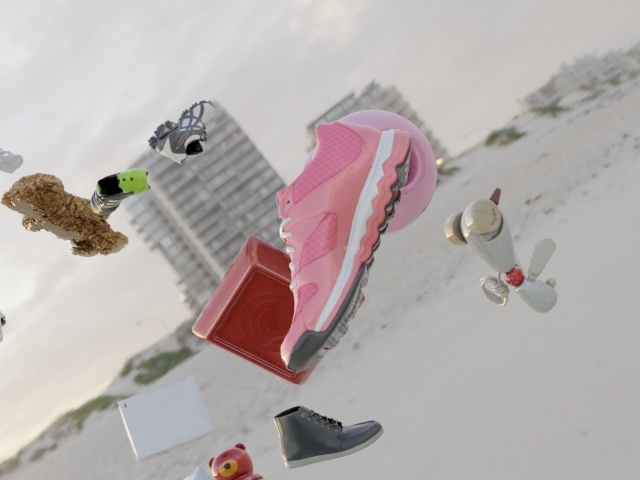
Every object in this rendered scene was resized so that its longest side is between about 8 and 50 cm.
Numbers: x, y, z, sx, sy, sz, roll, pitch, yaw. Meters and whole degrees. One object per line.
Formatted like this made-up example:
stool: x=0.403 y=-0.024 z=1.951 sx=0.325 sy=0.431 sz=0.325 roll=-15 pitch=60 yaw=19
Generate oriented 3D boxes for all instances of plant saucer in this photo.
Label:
plant saucer: x=-0.086 y=0.154 z=1.802 sx=0.258 sy=0.259 sz=0.047 roll=-56 pitch=13 yaw=26

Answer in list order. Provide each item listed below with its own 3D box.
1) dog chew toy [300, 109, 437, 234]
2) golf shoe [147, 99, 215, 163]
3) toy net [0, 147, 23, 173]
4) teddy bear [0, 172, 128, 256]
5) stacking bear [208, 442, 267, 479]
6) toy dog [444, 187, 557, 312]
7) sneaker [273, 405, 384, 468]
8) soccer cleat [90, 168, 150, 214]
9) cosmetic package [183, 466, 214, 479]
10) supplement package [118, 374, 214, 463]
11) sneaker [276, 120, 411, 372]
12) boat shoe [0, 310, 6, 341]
dog chew toy: x=0.059 y=-0.097 z=1.582 sx=0.207 sy=0.206 sz=0.332 roll=-36 pitch=4 yaw=-21
golf shoe: x=-0.262 y=-0.215 z=1.884 sx=0.198 sy=0.094 sz=0.077 roll=-46 pitch=-3 yaw=-45
toy net: x=-0.719 y=-0.152 z=1.878 sx=0.232 sy=0.045 sz=0.122 roll=-19 pitch=-28 yaw=7
teddy bear: x=-0.625 y=-0.063 z=2.298 sx=0.245 sy=0.338 sz=0.113 roll=-18 pitch=48 yaw=47
stacking bear: x=-0.186 y=0.666 z=2.372 sx=0.175 sy=0.289 sz=0.164 roll=-30 pitch=-21 yaw=3
toy dog: x=0.451 y=0.007 z=2.214 sx=0.161 sy=0.333 sz=0.220 roll=-47 pitch=28 yaw=-20
sneaker: x=0.015 y=0.392 z=1.944 sx=0.222 sy=0.118 sz=0.083 roll=-17 pitch=4 yaw=1
soccer cleat: x=-0.366 y=-0.087 z=1.611 sx=0.072 sy=0.060 sz=0.179 roll=-5 pitch=-10 yaw=-42
cosmetic package: x=-0.226 y=0.592 z=1.510 sx=0.377 sy=0.284 sz=0.097 roll=-45 pitch=8 yaw=17
supplement package: x=-0.381 y=0.443 z=2.278 sx=0.194 sy=0.149 sz=0.203 roll=-19 pitch=-13 yaw=-15
sneaker: x=0.000 y=0.000 z=1.093 sx=0.116 sy=0.136 sz=0.313 roll=77 pitch=-145 yaw=-73
boat shoe: x=-0.545 y=0.134 z=1.553 sx=0.035 sy=0.100 sz=0.035 roll=9 pitch=-58 yaw=-27
